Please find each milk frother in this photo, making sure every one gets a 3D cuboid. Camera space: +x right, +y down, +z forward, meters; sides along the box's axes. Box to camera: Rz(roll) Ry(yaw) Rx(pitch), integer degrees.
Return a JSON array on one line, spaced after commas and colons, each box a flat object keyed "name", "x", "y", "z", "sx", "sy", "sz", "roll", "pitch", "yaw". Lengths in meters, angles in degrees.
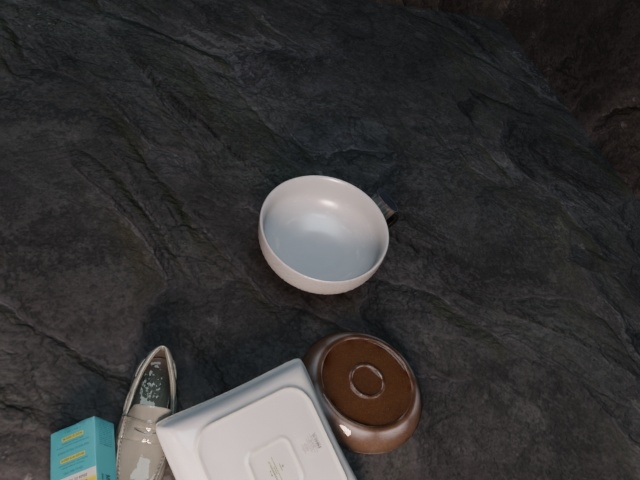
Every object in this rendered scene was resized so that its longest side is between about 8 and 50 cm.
[{"name": "milk frother", "x": 0.137, "y": -0.089, "z": 1.751, "sx": 0.129, "sy": 0.135, "sz": 0.143, "roll": 10, "pitch": 42, "yaw": -57}]

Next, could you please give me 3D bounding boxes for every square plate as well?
[{"name": "square plate", "x": -0.095, "y": 0.442, "z": 1.194, "sx": 0.344, "sy": 0.049, "sz": 0.347, "roll": -19, "pitch": 77, "yaw": -34}]

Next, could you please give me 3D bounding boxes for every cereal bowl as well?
[{"name": "cereal bowl", "x": 0.000, "y": 0.000, "z": 1.601, "sx": 0.339, "sy": 0.141, "sz": 0.339, "roll": 6, "pitch": 54, "yaw": -9}]

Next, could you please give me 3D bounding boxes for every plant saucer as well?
[{"name": "plant saucer", "x": 0.102, "y": 0.335, "z": 1.432, "sx": 0.310, "sy": 0.050, "sz": 0.311, "roll": 12, "pitch": 48, "yaw": -14}]

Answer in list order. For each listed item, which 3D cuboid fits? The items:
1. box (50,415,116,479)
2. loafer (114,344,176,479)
[{"name": "box", "x": -0.415, "y": 0.446, "z": 1.082, "sx": 0.100, "sy": 0.060, "sz": 0.244, "roll": -25, "pitch": 54, "yaw": 9}, {"name": "loafer", "x": -0.339, "y": 0.353, "z": 1.190, "sx": 0.112, "sy": 0.111, "sz": 0.319, "roll": 9, "pitch": 48, "yaw": -15}]
